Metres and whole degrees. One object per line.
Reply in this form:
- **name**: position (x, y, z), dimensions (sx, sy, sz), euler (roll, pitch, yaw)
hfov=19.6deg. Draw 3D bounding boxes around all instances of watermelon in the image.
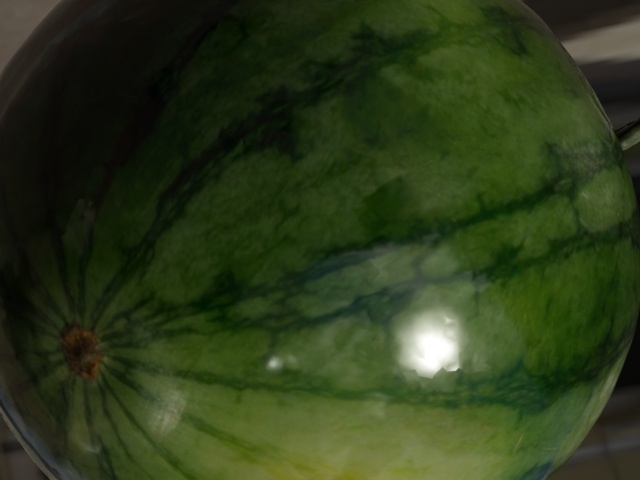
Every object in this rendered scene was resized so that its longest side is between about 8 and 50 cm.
- **watermelon**: position (0.000, 0.000, 0.529), dimensions (0.188, 0.188, 0.215), euler (-12, -174, 34)
